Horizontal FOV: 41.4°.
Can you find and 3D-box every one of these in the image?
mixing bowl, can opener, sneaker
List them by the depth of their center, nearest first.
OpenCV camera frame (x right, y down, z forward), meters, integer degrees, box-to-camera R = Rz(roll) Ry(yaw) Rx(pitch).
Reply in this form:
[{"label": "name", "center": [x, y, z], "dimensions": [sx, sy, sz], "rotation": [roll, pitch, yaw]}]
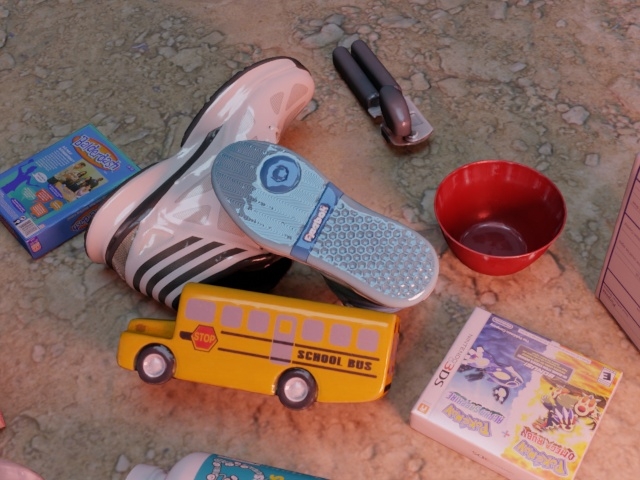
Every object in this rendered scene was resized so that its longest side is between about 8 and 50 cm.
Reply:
[{"label": "sneaker", "center": [0.000, 0.000, 1.118], "dimensions": [0.319, 0.208, 0.127], "rotation": [35, 80, 10]}, {"label": "mixing bowl", "center": [0.249, -0.017, 1.199], "dimensions": [0.181, 0.098, 0.181], "rotation": [-2, 50, 3]}, {"label": "sneaker", "center": [-0.101, -0.066, 1.250], "dimensions": [0.257, 0.169, 0.447], "rotation": [35, 68, 18]}, {"label": "can opener", "center": [0.102, -0.256, 1.422], "dimensions": [0.074, 0.093, 0.280], "rotation": [-20, 47, -11]}]

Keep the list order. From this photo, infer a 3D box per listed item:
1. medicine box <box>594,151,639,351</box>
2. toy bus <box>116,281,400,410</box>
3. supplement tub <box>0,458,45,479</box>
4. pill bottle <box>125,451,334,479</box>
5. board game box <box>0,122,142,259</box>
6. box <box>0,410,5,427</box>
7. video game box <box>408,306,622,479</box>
[{"label": "medicine box", "center": [0.480, 0.055, 0.999], "dimensions": [0.149, 0.289, 0.263], "rotation": [-20, 52, -10]}, {"label": "toy bus", "center": [-0.076, 0.131, 1.056], "dimensions": [0.332, 0.108, 0.130], "rotation": [8, 86, 10]}, {"label": "supplement tub", "center": [-0.362, 0.394, 0.832], "dimensions": [0.193, 0.193, 0.316], "rotation": [-10, 51, -5]}, {"label": "pill bottle", "center": [-0.084, 0.314, 0.913], "dimensions": [0.264, 0.146, 0.146], "rotation": [9, 51, 11]}, {"label": "board game box", "center": [-0.402, -0.082, 1.329], "dimensions": [0.210, 0.047, 0.160], "rotation": [-35, 56, -23]}, {"label": "box", "center": [-0.507, 0.130, 0.994], "dimensions": [0.154, 0.300, 0.142], "rotation": [-26, 51, -19]}, {"label": "video game box", "center": [0.243, 0.198, 1.055], "dimensions": [0.205, 0.048, 0.187], "rotation": [24, 58, 22]}]
